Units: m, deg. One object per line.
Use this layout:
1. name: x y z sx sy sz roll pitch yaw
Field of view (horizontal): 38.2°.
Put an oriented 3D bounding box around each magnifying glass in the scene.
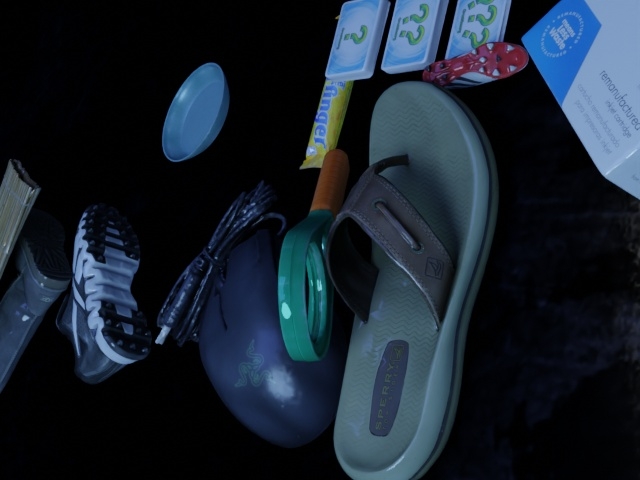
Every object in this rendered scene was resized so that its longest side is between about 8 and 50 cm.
1. magnifying glass: 0.000 0.000 0.711 0.026 0.092 0.231 -5 35 11

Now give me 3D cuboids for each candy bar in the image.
1. candy bar: 0.014 -0.139 0.851 0.040 0.018 0.161 -2 71 51

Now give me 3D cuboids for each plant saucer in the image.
1. plant saucer: -0.136 -0.140 1.038 0.119 0.021 0.119 -29 49 41

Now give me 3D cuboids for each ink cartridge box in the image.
1. ink cartridge box: 0.239 -0.139 0.511 0.231 0.078 0.134 -44 42 28

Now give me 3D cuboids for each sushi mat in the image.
1. sushi mat: -0.444 0.053 1.215 0.151 0.019 0.316 38 107 55

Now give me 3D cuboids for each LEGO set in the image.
1. LEGO set: 0.089 -0.261 0.781 0.183 0.060 0.244 2 73 45

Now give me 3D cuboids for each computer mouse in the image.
1. computer mouse: -0.069 0.068 0.796 0.188 0.072 0.272 -57 37 12

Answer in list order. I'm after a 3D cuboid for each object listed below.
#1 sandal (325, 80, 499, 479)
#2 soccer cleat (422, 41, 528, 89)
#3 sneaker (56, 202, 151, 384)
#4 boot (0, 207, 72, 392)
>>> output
1. sandal: 0.052 0.019 0.655 0.120 0.086 0.302 -14 61 49
2. soccer cleat: 0.119 -0.132 0.704 0.083 0.036 0.029 -11 89 27
3. sneaker: -0.252 0.060 1.028 0.106 0.078 0.234 -43 44 26
4. boot: -0.412 0.081 1.240 0.208 0.076 0.189 -57 34 24
